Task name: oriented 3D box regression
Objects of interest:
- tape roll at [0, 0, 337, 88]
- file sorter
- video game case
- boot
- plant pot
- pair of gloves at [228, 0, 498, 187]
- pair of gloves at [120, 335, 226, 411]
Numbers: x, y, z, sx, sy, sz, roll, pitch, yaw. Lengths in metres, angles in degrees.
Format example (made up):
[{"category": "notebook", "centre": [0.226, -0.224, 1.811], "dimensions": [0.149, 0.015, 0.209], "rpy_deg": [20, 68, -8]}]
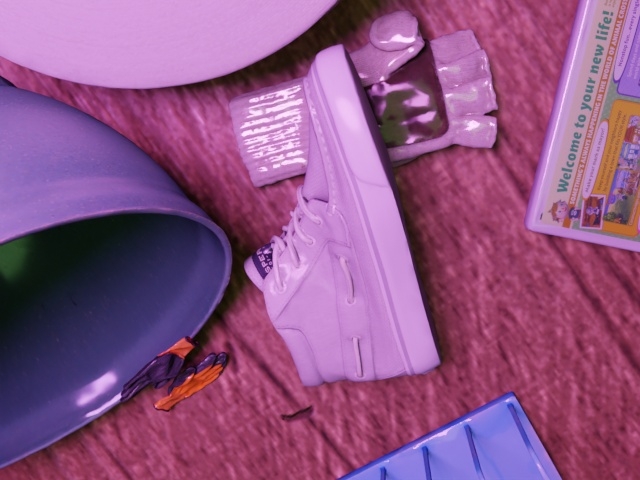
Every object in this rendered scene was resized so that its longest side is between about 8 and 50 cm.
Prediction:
[{"category": "tape roll", "centre": [-0.132, -0.272, 0.428], "dimensions": [0.392, 0.072, 0.392], "rpy_deg": [4, 129, 5]}, {"category": "file sorter", "centre": [0.109, 0.222, 0.596], "dimensions": [0.170, 0.104, 0.118], "rpy_deg": [-29, 97, 9]}, {"category": "video game case", "centre": [0.271, -0.092, 0.569], "dimensions": [0.193, 0.023, 0.212], "rpy_deg": [11, 102, 2]}, {"category": "boot", "centre": [0.000, 0.000, 0.550], "dimensions": [0.123, 0.095, 0.258], "rpy_deg": [-14, 113, 9]}, {"category": "plant pot", "centre": [-0.235, 0.009, 0.512], "dimensions": [0.293, 0.293, 0.196], "rpy_deg": [-42, 68, 10]}, {"category": "pair of gloves", "centre": [0.020, -0.168, 0.562], "dimensions": [0.204, 0.042, 0.240], "rpy_deg": [-8, 99, 5]}, {"category": "pair of gloves", "centre": [-0.114, 0.109, 0.607], "dimensions": [0.074, 0.083, 0.010], "rpy_deg": [-39, 60, 5]}]
